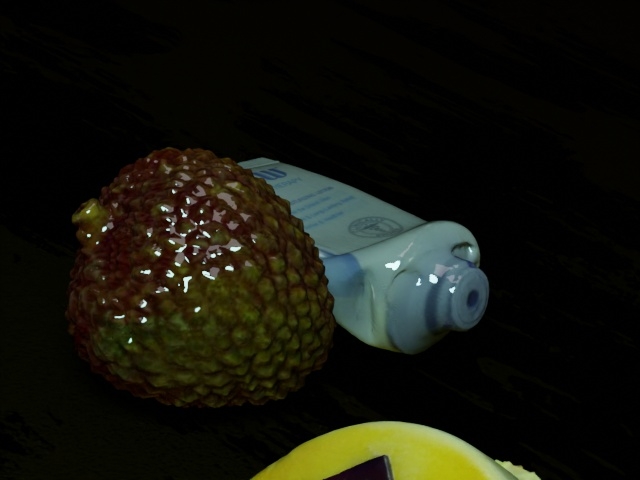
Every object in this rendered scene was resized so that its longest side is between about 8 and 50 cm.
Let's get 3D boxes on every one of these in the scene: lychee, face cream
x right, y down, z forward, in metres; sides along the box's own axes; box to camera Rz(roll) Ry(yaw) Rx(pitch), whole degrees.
[{"bbox_3d":[-0.109,0.042,1.315,0.271,0.236,0.236,31,27,-18],"label":"lychee"},{"bbox_3d":[0.000,0.000,1.547,0.420,0.137,0.235,23,33,38],"label":"face cream"}]

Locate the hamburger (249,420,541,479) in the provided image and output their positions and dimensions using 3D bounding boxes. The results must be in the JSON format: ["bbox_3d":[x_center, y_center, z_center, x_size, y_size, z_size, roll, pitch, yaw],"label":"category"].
[{"bbox_3d":[0.048,0.271,0.979,0.300,0.176,0.300,-14,49,17],"label":"hamburger"}]
